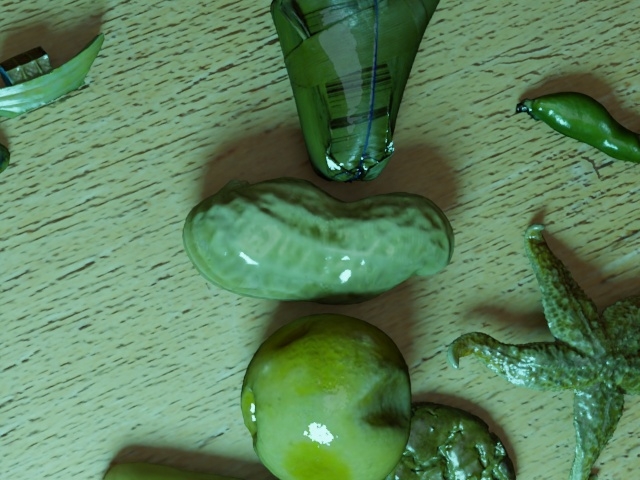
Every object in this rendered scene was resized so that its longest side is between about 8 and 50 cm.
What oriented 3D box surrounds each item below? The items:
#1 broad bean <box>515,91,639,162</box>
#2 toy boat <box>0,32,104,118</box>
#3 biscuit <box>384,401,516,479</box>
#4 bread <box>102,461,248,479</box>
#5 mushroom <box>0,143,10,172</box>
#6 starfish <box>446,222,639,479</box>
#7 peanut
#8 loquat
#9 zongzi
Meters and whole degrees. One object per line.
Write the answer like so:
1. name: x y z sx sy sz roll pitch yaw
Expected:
1. broad bean: 0.353 -0.148 1.577 0.213 0.048 0.070 14 86 -9
2. toy boat: -0.327 -0.194 1.443 0.172 0.065 0.066 -28 100 -16
3. biscuit: 0.137 0.306 1.501 0.225 0.042 0.226 1 85 -12
4. bread: -0.111 0.343 1.428 0.305 0.091 0.142 10 78 -10
5. mushroom: -0.514 -0.115 1.417 0.306 0.043 0.068 11 66 -8
6. starfish: 0.333 0.148 1.526 0.375 0.094 0.327 10 81 -15
7. peanut: 0.000 0.000 1.454 0.325 0.140 0.153 -2 70 -13
8. loquat: 0.015 0.186 1.405 0.213 0.213 0.213 1 85 -11
9. zongzi: 0.100 -0.219 1.503 0.289 0.123 0.260 -16 93 -16
